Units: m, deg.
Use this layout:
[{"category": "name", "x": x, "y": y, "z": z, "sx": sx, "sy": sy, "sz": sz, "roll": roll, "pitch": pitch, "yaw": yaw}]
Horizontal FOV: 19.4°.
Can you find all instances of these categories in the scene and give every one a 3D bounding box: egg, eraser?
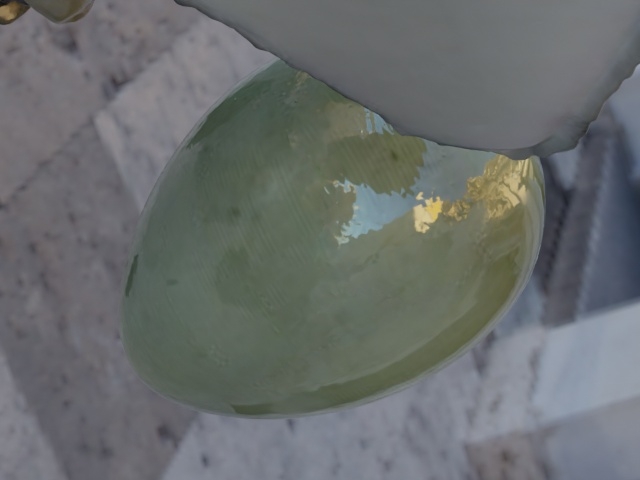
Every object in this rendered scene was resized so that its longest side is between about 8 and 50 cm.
[{"category": "egg", "x": 0.000, "y": 0.000, "z": 1.164, "sx": 0.218, "sy": 0.295, "sz": 0.218, "roll": 46, "pitch": 20, "yaw": -22}, {"category": "eraser", "x": 0.054, "y": -0.165, "z": 0.816, "sx": 0.331, "sy": 0.331, "sz": 0.150, "roll": 48, "pitch": 49, "yaw": -50}]

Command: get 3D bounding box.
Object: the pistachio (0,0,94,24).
[{"category": "pistachio", "x": -0.214, "y": -0.247, "z": 1.306, "sx": 0.131, "sy": 0.129, "sz": 0.206, "roll": -45, "pitch": 136, "yaw": -41}]
